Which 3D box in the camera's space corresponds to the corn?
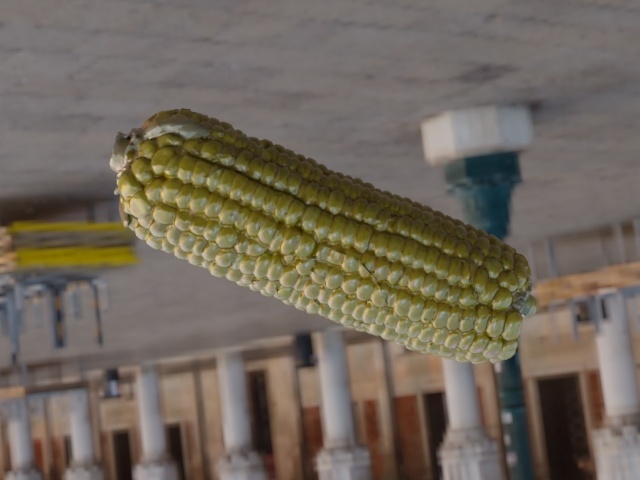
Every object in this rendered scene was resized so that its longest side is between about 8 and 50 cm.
[{"bbox_3d":[0.000,0.000,0.713,0.238,0.080,0.080,24,172,1],"label":"corn"}]
